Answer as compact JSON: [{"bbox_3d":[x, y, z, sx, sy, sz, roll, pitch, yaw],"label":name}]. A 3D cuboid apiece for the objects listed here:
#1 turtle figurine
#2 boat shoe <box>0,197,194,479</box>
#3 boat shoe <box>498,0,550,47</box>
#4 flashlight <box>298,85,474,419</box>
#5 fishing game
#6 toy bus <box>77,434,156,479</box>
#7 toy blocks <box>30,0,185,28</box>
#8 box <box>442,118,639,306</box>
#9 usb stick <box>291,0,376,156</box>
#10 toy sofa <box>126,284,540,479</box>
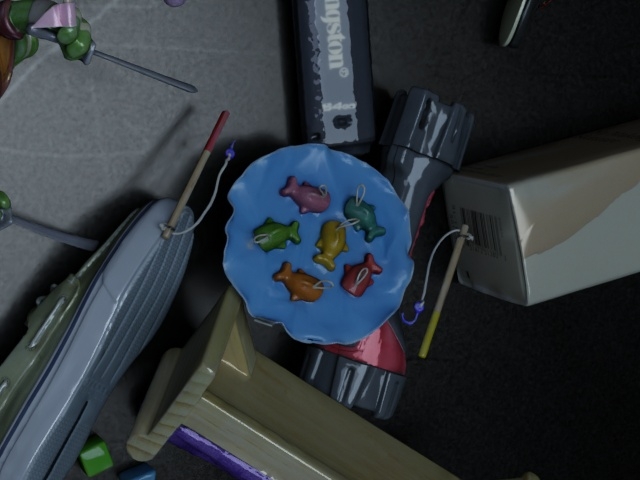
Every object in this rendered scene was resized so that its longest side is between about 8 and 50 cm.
[{"bbox_3d":[-0.252,-0.088,1.233,0.274,0.198,0.266,58,34,-11],"label":"turtle figurine"},{"bbox_3d":[-0.217,0.084,1.364,0.094,0.109,0.302,26,75,19],"label":"boat shoe"},{"bbox_3d":[0.211,-0.247,1.521,0.042,0.049,0.133,23,84,-16],"label":"boat shoe"},{"bbox_3d":[0.069,0.014,1.480,0.103,0.103,0.304,20,85,-20],"label":"flashlight"},{"bbox_3d":[0.000,0.000,1.371,0.264,0.041,0.189,29,67,-9],"label":"fishing game"},{"bbox_3d":[-0.230,0.286,1.384,0.202,0.104,0.190,-9,101,-22],"label":"toy bus"},{"bbox_3d":[-0.114,-0.313,1.223,0.289,0.309,0.260,-13,107,-30],"label":"toy blocks"},{"bbox_3d":[0.293,-0.041,1.536,0.311,0.148,0.121,-16,103,-22],"label":"box"},{"bbox_3d":[0.009,-0.215,1.443,0.077,0.045,0.278,-8,101,-22],"label":"usb stick"},{"bbox_3d":[0.006,0.220,1.376,0.363,0.150,0.177,34,116,-10],"label":"toy sofa"}]
